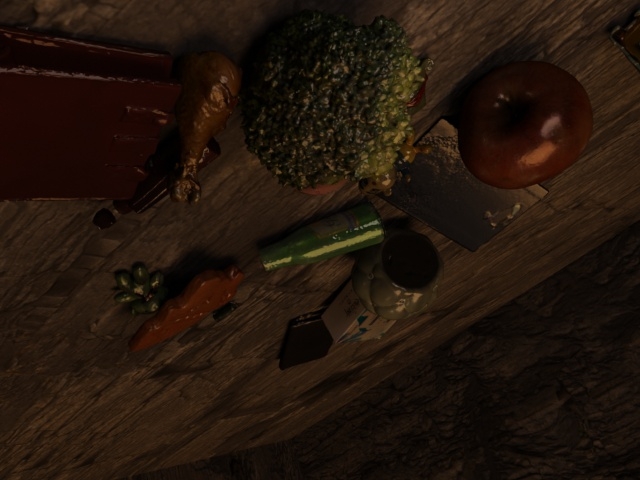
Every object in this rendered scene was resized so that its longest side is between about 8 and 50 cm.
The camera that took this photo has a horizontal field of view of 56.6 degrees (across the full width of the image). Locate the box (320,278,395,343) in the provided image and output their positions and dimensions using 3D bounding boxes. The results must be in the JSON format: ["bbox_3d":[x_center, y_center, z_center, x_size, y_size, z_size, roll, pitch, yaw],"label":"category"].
[{"bbox_3d":[0.162,0.190,1.829,0.203,0.116,0.274,0,138,-41],"label":"box"}]

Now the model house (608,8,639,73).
[{"bbox_3d":[0.722,-0.382,1.158,0.215,0.224,0.198,8,137,-44],"label":"model house"}]

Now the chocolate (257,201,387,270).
[{"bbox_3d":[0.000,0.000,1.375,0.291,0.110,0.110,-19,154,-8],"label":"chocolate"}]

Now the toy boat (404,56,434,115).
[{"bbox_3d":[0.127,-0.246,1.047,0.185,0.071,0.089,-30,-163,9],"label":"toy boat"}]

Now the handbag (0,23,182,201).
[{"bbox_3d":[-0.346,-0.148,0.785,0.275,0.084,0.260,-6,148,-36],"label":"handbag"}]

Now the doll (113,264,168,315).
[{"bbox_3d":[-0.383,0.111,1.272,0.115,0.077,0.150,-32,145,-11],"label":"doll"}]

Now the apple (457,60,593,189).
[{"bbox_3d":[0.392,-0.215,1.153,0.253,0.254,0.253,-20,154,-10],"label":"apple"}]

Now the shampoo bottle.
[{"bbox_3d":[-0.270,-0.096,0.966,0.236,0.067,0.068,-34,174,15],"label":"shampoo bottle"}]

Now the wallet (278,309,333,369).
[{"bbox_3d":[-0.036,0.339,2.044,0.197,0.051,0.378,-14,151,-19],"label":"wallet"}]

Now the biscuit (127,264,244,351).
[{"bbox_3d":[-0.304,0.162,1.360,0.306,0.043,0.284,-36,169,-4],"label":"biscuit"}]

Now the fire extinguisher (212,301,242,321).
[{"bbox_3d":[-0.250,0.184,1.581,0.083,0.025,0.038,-34,131,18],"label":"fire extinguisher"}]

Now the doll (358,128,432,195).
[{"bbox_3d":[0.142,-0.152,1.226,0.179,0.102,0.089,-44,-172,33],"label":"doll"}]

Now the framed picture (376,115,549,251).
[{"bbox_3d":[0.312,-0.112,1.342,0.323,0.013,0.244,28,130,-21],"label":"framed picture"}]

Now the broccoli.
[{"bbox_3d":[0.012,-0.191,0.875,0.288,0.236,0.260,4,168,31],"label":"broccoli"}]

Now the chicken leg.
[{"bbox_3d":[-0.179,-0.157,0.856,0.087,0.107,0.252,9,124,-21],"label":"chicken leg"}]

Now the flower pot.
[{"bbox_3d":[0.199,0.090,1.566,0.246,0.246,0.195,-14,160,-23],"label":"flower pot"}]

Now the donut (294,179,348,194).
[{"bbox_3d":[0.027,-0.151,1.139,0.117,0.065,0.166,4,143,-44],"label":"donut"}]
